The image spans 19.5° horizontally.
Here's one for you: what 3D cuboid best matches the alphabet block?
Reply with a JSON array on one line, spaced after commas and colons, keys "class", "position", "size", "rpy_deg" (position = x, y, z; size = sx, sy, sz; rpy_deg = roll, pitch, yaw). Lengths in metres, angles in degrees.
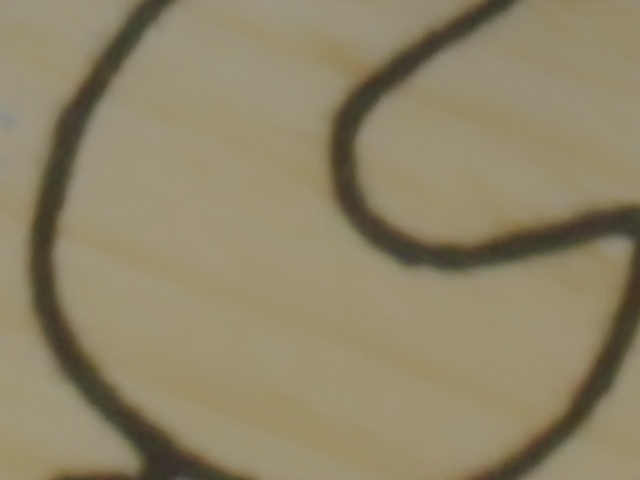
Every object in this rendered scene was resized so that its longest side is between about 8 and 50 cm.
[{"class": "alphabet block", "position": [0.000, 0.000, 0.411], "size": [0.197, 0.192, 0.193], "rpy_deg": [19, -9, 5]}]
